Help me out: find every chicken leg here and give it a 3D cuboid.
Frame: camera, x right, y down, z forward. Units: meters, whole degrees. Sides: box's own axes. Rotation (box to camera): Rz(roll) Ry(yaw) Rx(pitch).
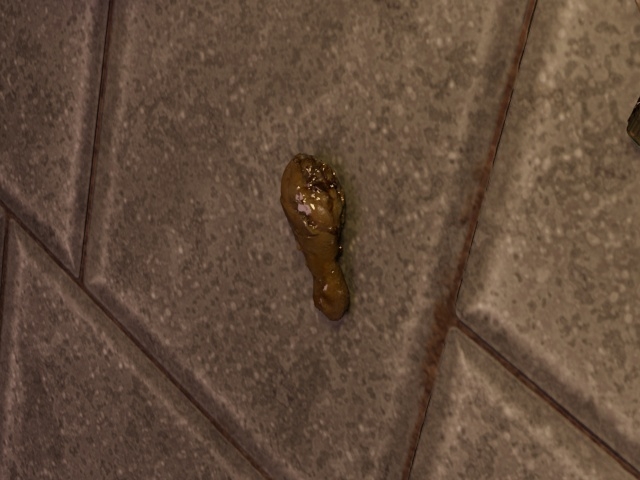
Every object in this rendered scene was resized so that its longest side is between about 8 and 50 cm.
[{"bbox_3d":[-0.002,0.001,1.902,0.085,0.069,0.197,18,125,50],"label":"chicken leg"}]

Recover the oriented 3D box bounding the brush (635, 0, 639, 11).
[{"bbox_3d":[0.272,-0.246,1.430,0.043,0.036,0.248,126,128,-61],"label":"brush"}]

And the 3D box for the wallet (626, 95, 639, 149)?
[{"bbox_3d":[0.360,-0.161,1.373,0.169,0.044,0.317,50,138,33],"label":"wallet"}]
